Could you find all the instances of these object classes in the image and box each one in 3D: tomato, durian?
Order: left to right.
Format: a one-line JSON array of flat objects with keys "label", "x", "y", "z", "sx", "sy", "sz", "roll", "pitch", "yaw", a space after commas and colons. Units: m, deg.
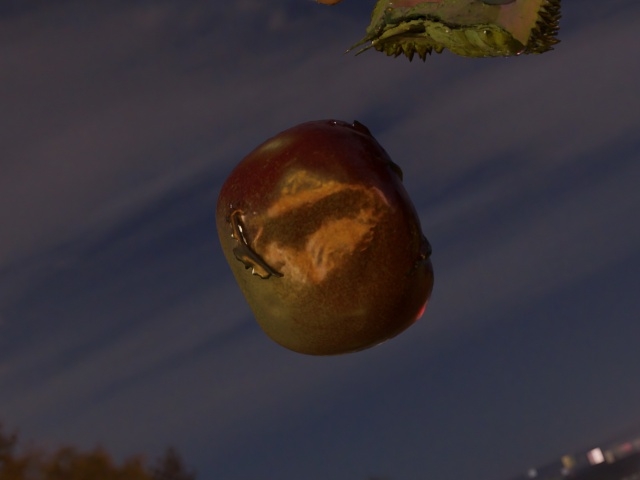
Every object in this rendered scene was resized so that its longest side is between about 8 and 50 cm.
[{"label": "tomato", "x": 0.000, "y": 0.000, "z": 2.068, "sx": 0.239, "sy": 0.303, "sz": 0.303, "roll": -24, "pitch": -11, "yaw": -6}, {"label": "durian", "x": 0.187, "y": -0.300, "z": 2.041, "sx": 0.169, "sy": 0.158, "sz": 0.352, "roll": -13, "pitch": 13, "yaw": -31}]

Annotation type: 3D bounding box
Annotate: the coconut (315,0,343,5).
[{"label": "coconut", "x": 0.021, "y": -0.360, "z": 1.522, "sx": 0.239, "sy": 0.244, "sz": 0.239, "roll": -4, "pitch": -42, "yaw": -4}]
